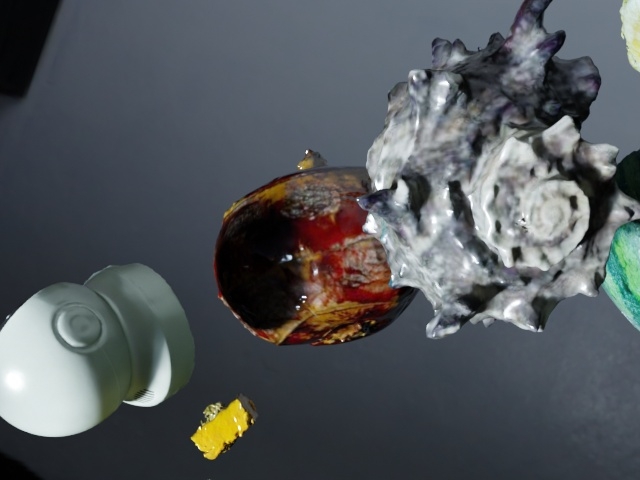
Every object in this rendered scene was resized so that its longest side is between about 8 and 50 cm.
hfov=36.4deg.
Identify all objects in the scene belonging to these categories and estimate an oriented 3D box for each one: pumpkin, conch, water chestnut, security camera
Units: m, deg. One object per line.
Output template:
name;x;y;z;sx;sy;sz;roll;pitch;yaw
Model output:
pumpkin;-0.111;0.210;1.125;0.054;0.074;0.083;48;177;7
conch;0.160;-0.060;0.847;0.240;0.313;0.186;6;160;7
water chestnut;0.000;0.000;1.473;0.350;0.302;0.350;-10;160;-4
security camera;-0.299;0.145;1.201;0.236;0.195;0.194;-22;-150;-40

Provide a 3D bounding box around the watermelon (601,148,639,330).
watermelon;0.388;-0.017;1.031;0.222;0.292;0.319;35;-151;-15

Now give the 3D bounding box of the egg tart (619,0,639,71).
egg tart;0.249;-0.118;0.574;0.197;0.078;0.197;49;174;6

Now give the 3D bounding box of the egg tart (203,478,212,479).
egg tart;-0.142;0.497;1.375;0.345;0.345;0.132;19;-169;18
